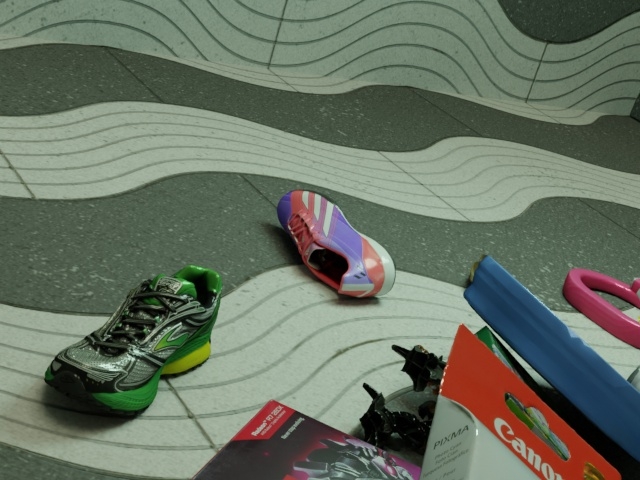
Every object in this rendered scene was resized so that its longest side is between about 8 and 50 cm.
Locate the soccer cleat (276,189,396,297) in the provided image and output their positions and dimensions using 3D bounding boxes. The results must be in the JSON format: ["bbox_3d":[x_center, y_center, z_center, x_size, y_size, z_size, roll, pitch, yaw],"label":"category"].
[{"bbox_3d":[0.000,0.000,2.089,0.116,0.108,0.318,-6,33,-38],"label":"soccer cleat"}]

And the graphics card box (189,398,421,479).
[{"bbox_3d":[0.048,0.328,1.319,0.371,0.094,0.233,24,22,14],"label":"graphics card box"}]

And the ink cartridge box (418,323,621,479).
[{"bbox_3d":[0.250,0.284,1.263,0.308,0.091,0.385,43,35,-14],"label":"ink cartridge box"}]

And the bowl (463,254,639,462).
[{"bbox_3d":[0.365,0.179,1.729,0.391,0.077,0.391,42,4,-4],"label":"bowl"}]

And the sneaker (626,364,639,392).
[{"bbox_3d":[0.630,0.261,1.955,0.297,0.111,0.129,-7,43,-34],"label":"sneaker"}]

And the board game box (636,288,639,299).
[{"bbox_3d":[0.766,0.167,2.164,0.303,0.097,0.224,15,34,-22],"label":"board game box"}]

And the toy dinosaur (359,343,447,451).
[{"bbox_3d":[0.175,0.250,1.603,0.218,0.164,0.322,25,-2,-25],"label":"toy dinosaur"}]

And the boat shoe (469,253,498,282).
[{"bbox_3d":[0.308,0.066,2.237,0.050,0.045,0.135,30,20,12],"label":"boat shoe"}]

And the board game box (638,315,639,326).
[{"bbox_3d":[0.594,0.215,1.880,0.124,0.039,0.259,15,36,-14],"label":"board game box"}]

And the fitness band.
[{"bbox_3d":[0.608,0.132,2.291,0.209,0.054,0.291,0,26,-37],"label":"fitness band"}]

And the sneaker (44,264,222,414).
[{"bbox_3d":[-0.242,0.117,1.547,0.134,0.146,0.343,23,22,14],"label":"sneaker"}]

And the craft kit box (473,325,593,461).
[{"bbox_3d":[0.289,0.256,1.548,0.246,0.061,0.250,51,12,-13],"label":"craft kit box"}]
